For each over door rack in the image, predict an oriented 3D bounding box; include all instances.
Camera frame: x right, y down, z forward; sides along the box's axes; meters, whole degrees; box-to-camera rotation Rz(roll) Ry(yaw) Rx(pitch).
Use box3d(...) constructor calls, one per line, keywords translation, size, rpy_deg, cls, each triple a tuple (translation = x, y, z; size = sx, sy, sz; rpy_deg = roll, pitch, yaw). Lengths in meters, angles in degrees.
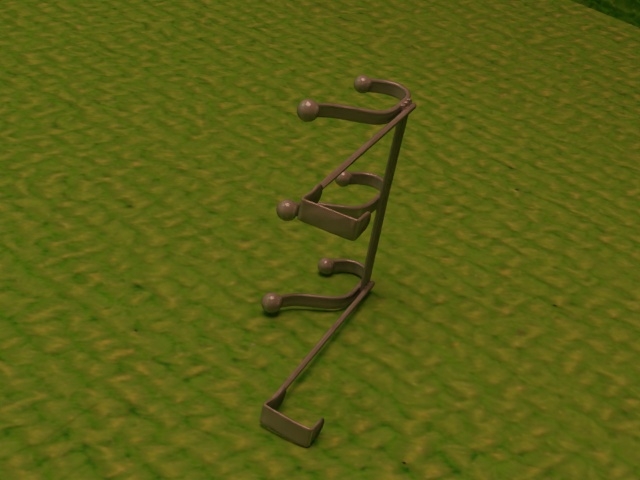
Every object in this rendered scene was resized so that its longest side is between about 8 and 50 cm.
box3d(translation=(0.000, 0.000, 1.340), size=(0.108, 0.239, 0.324), rpy_deg=(14, 29, 6), cls="over door rack")
